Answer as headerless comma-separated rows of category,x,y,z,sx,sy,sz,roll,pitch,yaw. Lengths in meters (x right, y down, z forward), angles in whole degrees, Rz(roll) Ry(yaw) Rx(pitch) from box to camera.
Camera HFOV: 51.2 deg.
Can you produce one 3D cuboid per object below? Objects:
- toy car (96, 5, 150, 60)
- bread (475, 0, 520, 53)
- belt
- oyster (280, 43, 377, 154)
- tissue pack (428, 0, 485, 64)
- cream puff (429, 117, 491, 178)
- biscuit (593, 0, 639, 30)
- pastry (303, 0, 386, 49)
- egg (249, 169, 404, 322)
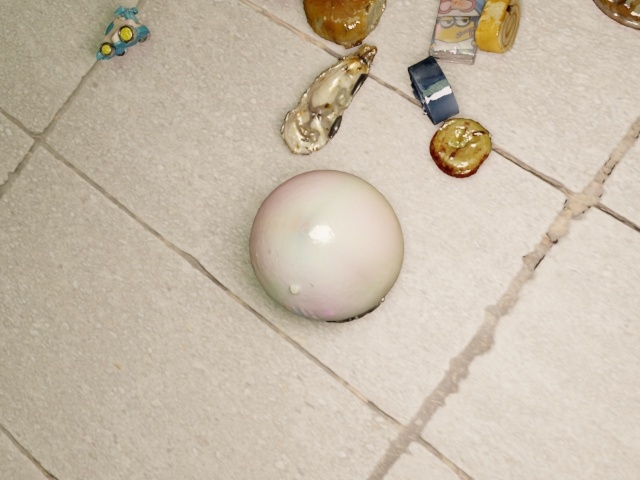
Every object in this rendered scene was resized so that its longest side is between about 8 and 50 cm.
toy car,-0.565,-0.577,1.869,0.161,0.126,0.098,-25,100,17
bread,0.431,-0.513,1.594,0.073,0.122,0.149,16,77,30
belt,0.262,-0.355,1.583,0.082,0.141,0.190,-24,35,9
oyster,0.029,-0.361,1.702,0.129,0.078,0.345,38,88,-2
tissue pack,0.337,-0.519,1.649,0.115,0.065,0.155,11,82,16
cream puff,0.332,-0.216,1.578,0.149,0.084,0.149,-3,77,11
biscuit,0.778,-0.641,1.536,0.332,0.103,0.332,-3,79,15
pastry,0.065,-0.605,1.723,0.218,0.100,0.229,-10,71,9
egg,0.000,0.000,1.491,0.354,0.340,0.354,-3,78,13
